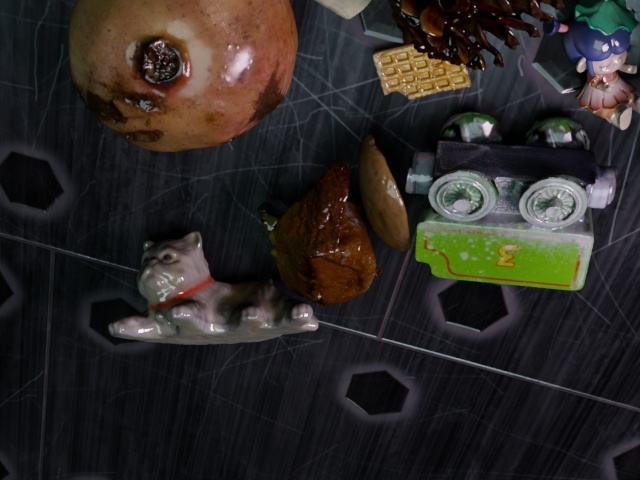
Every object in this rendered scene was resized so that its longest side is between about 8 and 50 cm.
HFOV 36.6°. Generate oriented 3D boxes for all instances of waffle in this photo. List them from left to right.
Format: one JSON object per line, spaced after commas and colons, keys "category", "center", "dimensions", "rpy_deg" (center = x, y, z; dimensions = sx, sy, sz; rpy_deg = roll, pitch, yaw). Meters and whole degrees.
{"category": "waffle", "center": [0.151, -0.256, 1.445], "dimensions": [0.135, 0.021, 0.092], "rpy_deg": [-11, 123, 19]}

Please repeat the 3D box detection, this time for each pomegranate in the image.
{"category": "pomegranate", "center": [-0.193, -0.274, 1.348], "dimensions": [0.322, 0.322, 0.322], "rpy_deg": [5, 127, 7]}

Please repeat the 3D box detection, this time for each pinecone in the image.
{"category": "pinecone", "center": [0.215, -0.356, 1.233], "dimensions": [0.292, 0.246, 0.246], "rpy_deg": [-34, 114, 12]}

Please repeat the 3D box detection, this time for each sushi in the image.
{"category": "sushi", "center": [-0.001, 0.002, 1.583], "dimensions": [0.166, 0.179, 0.296], "rpy_deg": [-20, 151, 0]}

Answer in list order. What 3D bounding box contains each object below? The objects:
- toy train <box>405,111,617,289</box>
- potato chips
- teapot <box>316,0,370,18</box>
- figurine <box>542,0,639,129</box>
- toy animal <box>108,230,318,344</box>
{"category": "toy train", "center": [0.284, -0.056, 1.482], "dimensions": [0.307, 0.174, 0.249], "rpy_deg": [5, 135, 7]}
{"category": "potato chips", "center": [0.091, -0.065, 1.522], "dimensions": [0.049, 0.150, 0.202], "rpy_deg": [-22, 138, -4]}
{"category": "teapot", "center": [-0.019, -0.391, 1.312], "dimensions": [0.200, 0.107, 0.077], "rpy_deg": [21, 134, -41]}
{"category": "figurine", "center": [0.385, -0.253, 1.343], "dimensions": [0.102, 0.111, 0.195], "rpy_deg": [26, 146, 43]}
{"category": "toy animal", "center": [-0.169, 0.084, 1.687], "dimensions": [0.307, 0.188, 0.266], "rpy_deg": [-17, 149, 27]}
